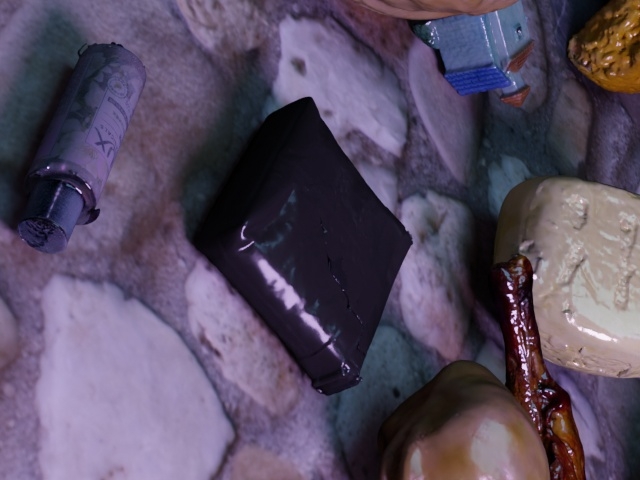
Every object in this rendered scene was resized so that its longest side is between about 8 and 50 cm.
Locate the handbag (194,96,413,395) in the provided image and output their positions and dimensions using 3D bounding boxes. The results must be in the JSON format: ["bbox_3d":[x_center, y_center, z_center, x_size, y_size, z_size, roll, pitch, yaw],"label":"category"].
[{"bbox_3d":[0.000,0.000,1.468,0.223,0.080,0.247,49,40,-21],"label":"handbag"}]

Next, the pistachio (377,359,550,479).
[{"bbox_3d":[0.159,0.255,1.453,0.213,0.163,0.260,-40,114,-39],"label":"pistachio"}]

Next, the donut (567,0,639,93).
[{"bbox_3d":[0.454,-0.418,2.207,0.378,0.163,0.435,-21,85,-55],"label":"donut"}]

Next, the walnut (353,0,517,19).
[{"bbox_3d":[0.128,-0.429,1.677,0.381,0.381,0.381,28,50,-39],"label":"walnut"}]

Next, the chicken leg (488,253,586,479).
[{"bbox_3d":[0.238,0.218,1.596,0.158,0.096,0.406,25,54,-82],"label":"chicken leg"}]

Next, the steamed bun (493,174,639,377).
[{"bbox_3d":[0.316,0.054,1.751,0.273,0.166,0.232,14,63,-16],"label":"steamed bun"}]

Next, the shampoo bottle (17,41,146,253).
[{"bbox_3d":[-0.209,-0.080,1.271,0.072,0.072,0.214,41,42,-28],"label":"shampoo bottle"}]

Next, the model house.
[{"bbox_3d":[0.211,-0.237,1.851,0.148,0.119,0.148,-36,109,-54],"label":"model house"}]
